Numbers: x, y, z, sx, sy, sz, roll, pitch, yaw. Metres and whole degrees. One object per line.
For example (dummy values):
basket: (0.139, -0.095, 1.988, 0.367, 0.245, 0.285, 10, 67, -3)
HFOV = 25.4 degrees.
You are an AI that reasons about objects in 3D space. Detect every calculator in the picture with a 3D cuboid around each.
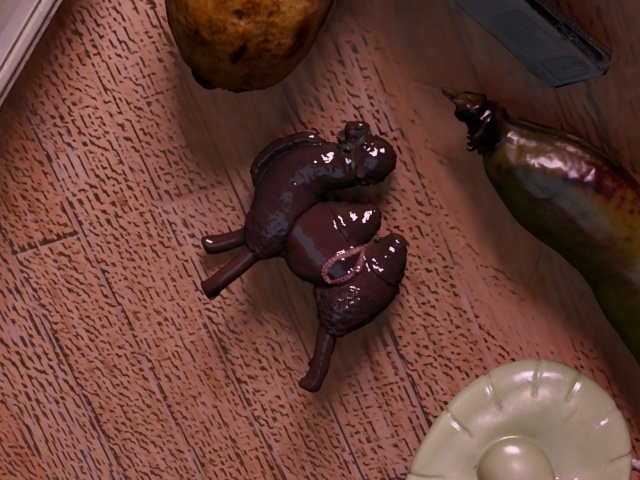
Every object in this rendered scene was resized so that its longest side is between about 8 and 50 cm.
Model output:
calculator: (0.099, -0.145, 0.827, 0.172, 0.018, 0.057, 35, 154, -25)

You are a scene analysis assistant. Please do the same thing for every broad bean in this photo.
broad bean: (0.198, 0.020, 0.891, 0.077, 0.061, 0.339, -35, 100, 34)

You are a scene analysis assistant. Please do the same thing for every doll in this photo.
doll: (0.167, 0.231, 0.947, 0.284, 0.216, 0.268, 30, 96, -7)
doll: (0.000, 0.000, 0.945, 0.139, 0.057, 0.165, 43, 113, -3)

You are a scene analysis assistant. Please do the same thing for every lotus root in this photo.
lotus root: (-0.029, -0.201, 0.840, 0.110, 0.097, 0.258, 23, 114, 8)

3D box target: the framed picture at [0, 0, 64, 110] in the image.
framed picture: (-0.226, -0.182, 0.820, 0.217, 0.017, 0.274, 24, 100, -44)
